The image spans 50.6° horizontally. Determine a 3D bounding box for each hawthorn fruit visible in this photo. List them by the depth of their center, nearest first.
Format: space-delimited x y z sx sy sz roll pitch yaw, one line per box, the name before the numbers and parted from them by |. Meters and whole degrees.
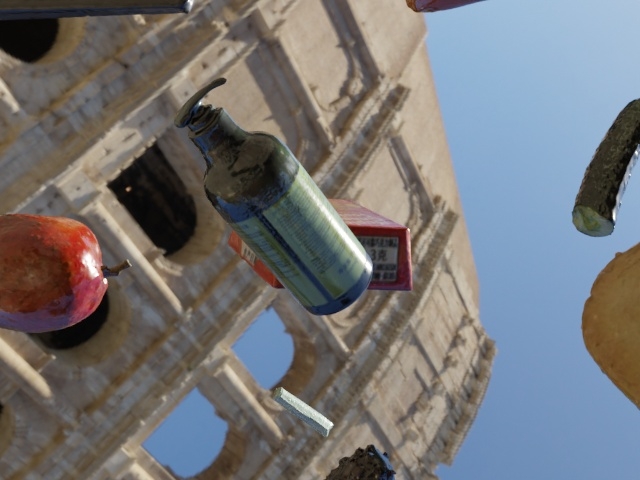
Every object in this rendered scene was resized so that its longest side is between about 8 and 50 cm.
hawthorn fruit | -0.444 0.052 1.118 0.253 0.205 0.205 -2 -143 0

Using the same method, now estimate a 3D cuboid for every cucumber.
cucumber | 0.361 -0.099 0.821 0.058 0.052 0.215 5 -125 46

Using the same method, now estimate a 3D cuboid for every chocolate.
chocolate | 0.055 0.358 0.974 0.156 0.133 0.156 11 -161 -4
chocolate | 0.000 0.000 1.079 0.237 0.108 0.235 4 -166 -25

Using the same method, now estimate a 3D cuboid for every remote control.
remote control | -0.205 -0.179 0.478 0.245 0.025 0.063 1 -121 7

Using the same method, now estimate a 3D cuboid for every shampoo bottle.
shampoo bottle | -0.052 -0.040 0.727 0.101 0.284 0.101 -27 -147 19

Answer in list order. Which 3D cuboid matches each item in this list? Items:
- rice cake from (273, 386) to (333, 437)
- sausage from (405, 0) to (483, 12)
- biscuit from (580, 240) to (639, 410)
rice cake | -0.039 0.396 1.559 0.029 0.170 0.033 -39 -159 34
sausage | 0.144 -0.224 0.496 0.179 0.089 0.089 -19 -146 1
biscuit | 0.738 0.139 1.326 0.429 0.104 0.446 -42 -144 8
